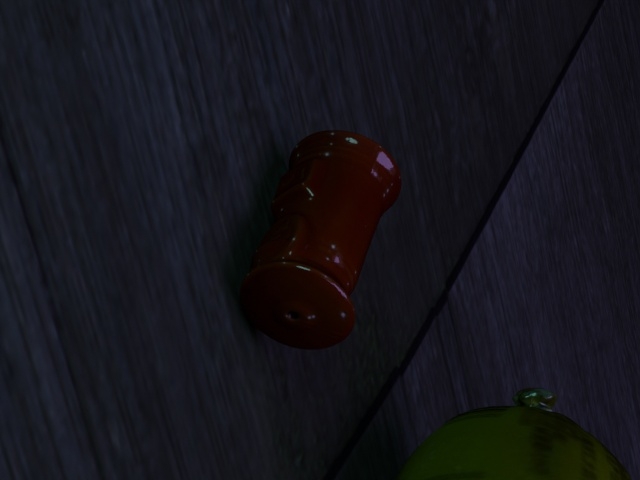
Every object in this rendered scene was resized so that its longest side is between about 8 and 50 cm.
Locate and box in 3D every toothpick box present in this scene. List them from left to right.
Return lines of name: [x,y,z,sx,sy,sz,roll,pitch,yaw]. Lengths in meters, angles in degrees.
toothpick box: [0.000,0.000,0.743,0.083,0.047,0.047,-70,147,-44]

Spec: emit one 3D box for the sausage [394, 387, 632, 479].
sausage: [0.062,0.207,0.753,0.123,0.123,0.347,62,33,-43]
